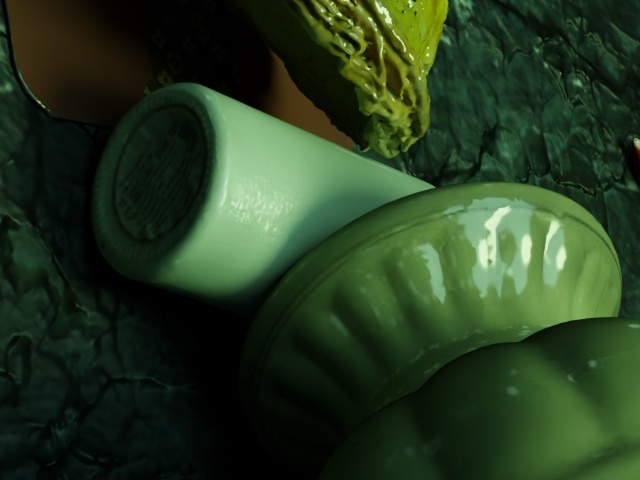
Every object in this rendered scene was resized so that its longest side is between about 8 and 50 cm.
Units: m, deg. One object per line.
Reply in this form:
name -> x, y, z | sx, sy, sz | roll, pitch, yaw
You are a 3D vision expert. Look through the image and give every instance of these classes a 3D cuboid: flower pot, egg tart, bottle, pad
flower pot -> 0.100, 0.123, 0.809 | 0.307, 0.307, 0.244 | 26, 28, -42
egg tart -> 0.001, -0.139, 0.886 | 0.090, 0.212, 0.212 | -35, 105, -9
bottle -> 0.000, 0.000, 0.903 | 0.245, 0.104, 0.104 | 22, 58, -43
pad -> -0.077, -0.139, 0.954 | 0.267, 0.004, 0.181 | 5, 70, -49

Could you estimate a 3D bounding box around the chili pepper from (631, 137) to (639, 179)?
chili pepper -> 0.307, -0.022, 1.322 | 0.191, 0.050, 0.059 | 37, 86, -21
